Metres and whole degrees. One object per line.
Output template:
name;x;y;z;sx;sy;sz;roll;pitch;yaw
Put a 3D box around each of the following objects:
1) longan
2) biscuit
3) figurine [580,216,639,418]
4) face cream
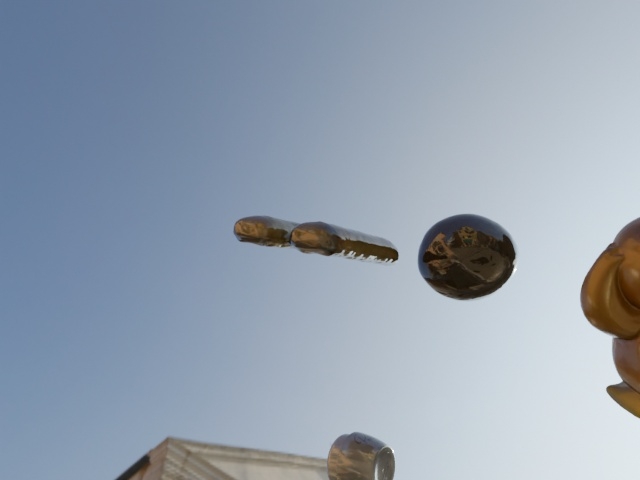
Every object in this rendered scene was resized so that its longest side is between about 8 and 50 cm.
longan;0.295;0.034;1.146;0.198;0.212;0.198;0;-88;-3
biscuit;0.000;0.000;1.097;0.237;0.290;0.062;9;-92;36
figurine;0.387;0.079;0.601;0.215;0.215;0.228;-17;-96;7
face cream;0.078;0.430;1.075;0.104;0.117;0.117;-4;-57;36
